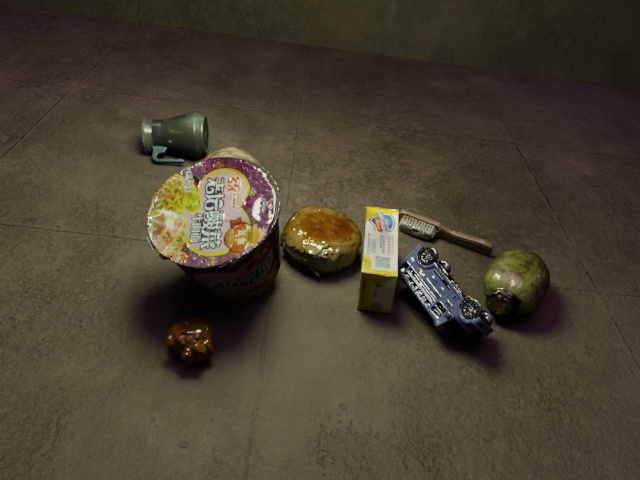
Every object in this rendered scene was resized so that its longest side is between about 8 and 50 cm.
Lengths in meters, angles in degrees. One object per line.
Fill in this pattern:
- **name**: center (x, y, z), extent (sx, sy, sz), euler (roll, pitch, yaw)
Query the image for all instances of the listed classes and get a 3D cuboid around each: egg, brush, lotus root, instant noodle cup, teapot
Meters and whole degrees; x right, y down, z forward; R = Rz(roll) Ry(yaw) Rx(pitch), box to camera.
- **egg**: center (-0.298, -0.209, 1.785), extent (0.233, 0.195, 0.195), euler (4, 36, 9)
- **brush**: center (0.402, -0.014, 1.781), extent (0.327, 0.070, 0.065), euler (21, 57, 13)
- **lotus root**: center (0.573, 0.110, 1.580), extent (0.173, 0.173, 0.309), euler (27, 34, 22)
- **instant noodle cup**: center (-0.250, -0.008, 1.410), extent (0.339, 0.266, 0.340), euler (-2, 57, 4)
- **teapot**: center (-0.534, -0.375, 1.996), extent (0.225, 0.171, 0.203), euler (-1, 68, -1)

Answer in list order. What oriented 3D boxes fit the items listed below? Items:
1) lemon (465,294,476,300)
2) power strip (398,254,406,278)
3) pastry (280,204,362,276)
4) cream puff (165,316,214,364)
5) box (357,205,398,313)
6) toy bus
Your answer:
- **lemon**: center (0.408, 0.186, 1.513), extent (0.065, 0.065, 0.092), euler (-16, 46, -29)
- **power strip**: center (0.264, 0.088, 1.639), extent (0.226, 0.029, 0.080), euler (20, 43, 14)
- **pastry**: center (0.005, -0.002, 1.635), extent (0.235, 0.121, 0.257), euler (22, 37, 11)
- **cream puff**: center (-0.303, 0.240, 1.283), extent (0.122, 0.094, 0.116), euler (9, 26, 41)
- **box**: center (0.164, 0.051, 1.530), extent (0.097, 0.168, 0.265), euler (5, 43, 4)
- **toy bus**: center (0.332, 0.152, 1.460), extent (0.125, 0.133, 0.292), euler (35, 17, -51)
